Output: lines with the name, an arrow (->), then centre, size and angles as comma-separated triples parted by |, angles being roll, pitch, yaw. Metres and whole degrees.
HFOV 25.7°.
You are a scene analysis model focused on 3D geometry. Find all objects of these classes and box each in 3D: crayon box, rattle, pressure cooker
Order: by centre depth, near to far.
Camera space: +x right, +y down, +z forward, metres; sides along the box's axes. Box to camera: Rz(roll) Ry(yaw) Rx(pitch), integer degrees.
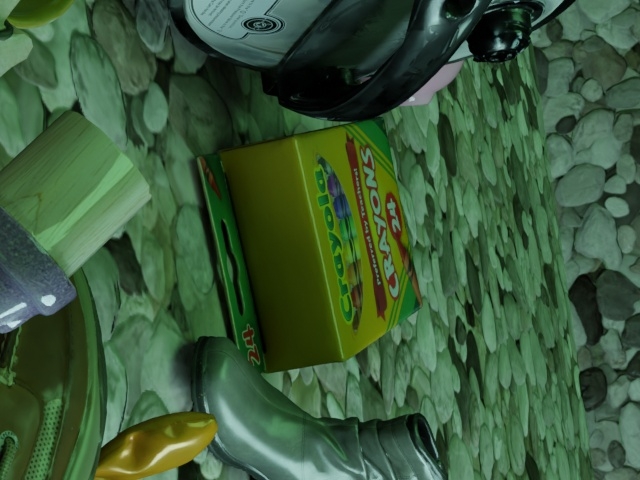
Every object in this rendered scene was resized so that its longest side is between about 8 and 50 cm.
rattle -> -0.130, 0.201, 0.764 | 0.199, 0.143, 0.130 | -87, 175, -47
pressure cooker -> 0.040, -0.313, 1.128 | 0.370, 0.375, 0.420 | 33, 48, -67
crayon box -> 0.000, 0.000, 1.284 | 0.318, 0.081, 0.202 | -25, 104, -69

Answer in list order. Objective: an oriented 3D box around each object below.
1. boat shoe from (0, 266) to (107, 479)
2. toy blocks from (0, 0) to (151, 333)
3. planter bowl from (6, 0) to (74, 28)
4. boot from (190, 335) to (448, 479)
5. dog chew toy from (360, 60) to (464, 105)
boat shoe -> -0.186, 0.118, 0.677 | 0.120, 0.123, 0.324 | 42, 41, -54
toy blocks -> -0.249, -0.040, 0.412 | 0.260, 0.309, 0.288 | -45, 145, -14
planter bowl -> -0.201, -0.199, 0.672 | 0.217, 0.090, 0.217 | -10, 90, -70
boot -> 0.009, 0.151, 1.112 | 0.083, 0.161, 0.246 | -81, 152, -44
dog chew toy -> 0.087, -0.313, 1.527 | 0.206, 0.207, 0.331 | -15, 102, -70
